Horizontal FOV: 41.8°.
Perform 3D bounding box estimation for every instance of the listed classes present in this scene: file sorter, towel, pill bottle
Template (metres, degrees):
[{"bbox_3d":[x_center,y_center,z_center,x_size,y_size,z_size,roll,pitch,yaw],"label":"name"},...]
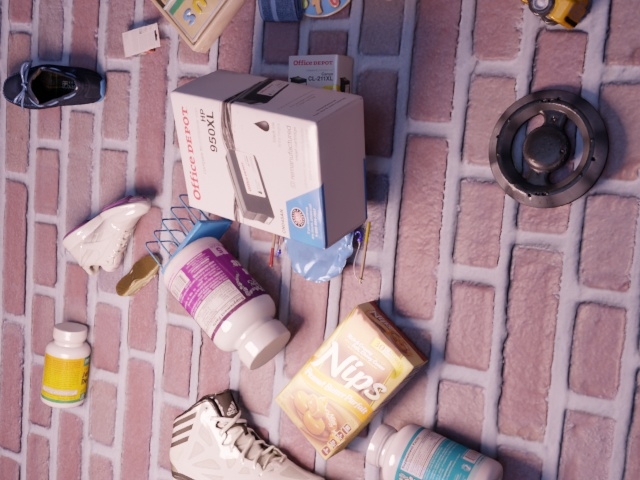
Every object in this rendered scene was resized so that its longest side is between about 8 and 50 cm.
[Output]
[{"bbox_3d":[-0.322,-0.017,2.009,0.104,0.118,0.170,49,115,21],"label":"file sorter"},{"bbox_3d":[-0.091,-0.520,1.866,0.119,0.029,0.067,13,119,39],"label":"towel"},{"bbox_3d":[0.230,0.473,1.727,0.264,0.146,0.146,21,104,27],"label":"pill bottle"},{"bbox_3d":[-0.211,0.147,1.931,0.301,0.169,0.169,46,114,17],"label":"pill bottle"},{"bbox_3d":[-0.677,0.330,2.236,0.117,0.117,0.209,15,101,27],"label":"pill bottle"}]

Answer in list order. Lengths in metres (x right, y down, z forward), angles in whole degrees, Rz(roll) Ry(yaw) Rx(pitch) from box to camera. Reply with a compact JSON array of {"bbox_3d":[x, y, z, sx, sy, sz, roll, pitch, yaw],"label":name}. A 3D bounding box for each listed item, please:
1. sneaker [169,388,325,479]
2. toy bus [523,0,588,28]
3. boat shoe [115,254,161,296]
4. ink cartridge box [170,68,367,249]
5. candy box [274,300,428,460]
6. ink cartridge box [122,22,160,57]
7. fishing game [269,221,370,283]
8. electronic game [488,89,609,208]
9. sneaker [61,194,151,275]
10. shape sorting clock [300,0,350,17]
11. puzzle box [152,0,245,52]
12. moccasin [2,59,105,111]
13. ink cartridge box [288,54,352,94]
[{"bbox_3d":[-0.184,0.486,1.945,0.447,0.169,0.258,-1,96,32],"label":"sneaker"},{"bbox_3d":[0.362,-0.533,1.586,0.332,0.108,0.130,40,110,21],"label":"toy bus"},{"bbox_3d":[-0.457,0.092,2.139,0.153,0.048,0.056,-43,62,18],"label":"boat shoe"},{"bbox_3d":[-0.109,-0.180,1.775,0.394,0.166,0.286,17,126,34],"label":"ink cartridge box"},{"bbox_3d":[0.063,0.307,1.837,0.183,0.087,0.316,47,114,18],"label":"candy box"},{"bbox_3d":[-0.437,-0.496,2.079,0.115,0.029,0.063,-8,90,28],"label":"ink cartridge box"},{"bbox_3d":[0.000,0.000,1.875,0.264,0.041,0.189,4,89,34],"label":"fishing game"},{"bbox_3d":[0.435,-0.176,1.610,0.229,0.048,0.229,-2,85,29],"label":"electronic game"},{"bbox_3d":[-0.521,-0.014,2.140,0.305,0.114,0.152,-29,94,32],"label":"sneaker"},{"bbox_3d":[-0.003,-0.591,1.821,0.206,0.040,0.206,3,96,29],"label":"shape sorting clock"},{"bbox_3d":[-0.242,-0.676,1.941,0.272,0.052,0.409,50,115,16],"label":"puzzle box"},{"bbox_3d":[-0.719,-0.415,2.193,0.342,0.117,0.138,-2,93,29],"label":"moccasin"},{"bbox_3d":[-0.003,-0.315,1.827,0.127,0.072,0.175,5,98,30],"label":"ink cartridge box"}]
